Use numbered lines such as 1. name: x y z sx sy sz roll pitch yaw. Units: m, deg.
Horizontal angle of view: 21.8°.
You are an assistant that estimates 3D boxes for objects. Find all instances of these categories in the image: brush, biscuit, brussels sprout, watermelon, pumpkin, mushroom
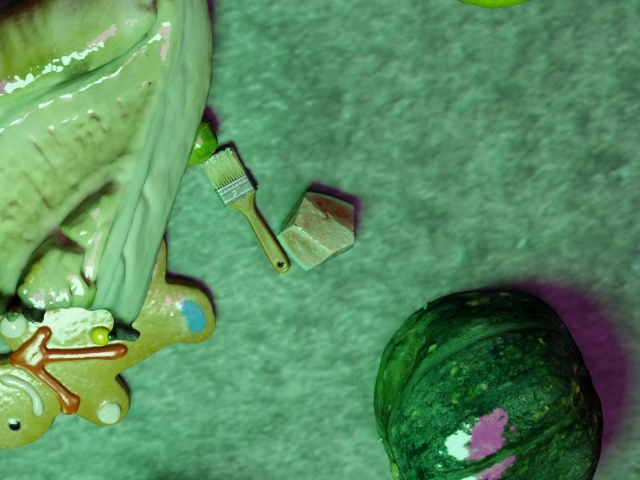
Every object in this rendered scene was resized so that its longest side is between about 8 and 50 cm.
1. brush: -0.078 -0.030 1.861 0.043 0.014 0.170 -28 114 5
2. biscuit: -0.276 0.127 1.878 0.324 0.049 0.205 -34 114 7
3. brussels sprout: -0.151 -0.101 1.808 0.083 0.046 0.051 -22 119 12
4. watermelon: -0.005 -0.003 1.854 0.084 0.072 0.092 21 113 2
5. pumpkin: 0.207 0.224 1.911 0.263 0.197 0.293 -21 116 -3
6. mushroom: -0.285 -0.131 1.708 0.313 0.224 0.397 21 95 14

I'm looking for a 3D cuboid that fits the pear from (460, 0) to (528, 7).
1. pear: 0.191 -0.374 1.624 0.294 0.294 0.294 -3 112 -8
